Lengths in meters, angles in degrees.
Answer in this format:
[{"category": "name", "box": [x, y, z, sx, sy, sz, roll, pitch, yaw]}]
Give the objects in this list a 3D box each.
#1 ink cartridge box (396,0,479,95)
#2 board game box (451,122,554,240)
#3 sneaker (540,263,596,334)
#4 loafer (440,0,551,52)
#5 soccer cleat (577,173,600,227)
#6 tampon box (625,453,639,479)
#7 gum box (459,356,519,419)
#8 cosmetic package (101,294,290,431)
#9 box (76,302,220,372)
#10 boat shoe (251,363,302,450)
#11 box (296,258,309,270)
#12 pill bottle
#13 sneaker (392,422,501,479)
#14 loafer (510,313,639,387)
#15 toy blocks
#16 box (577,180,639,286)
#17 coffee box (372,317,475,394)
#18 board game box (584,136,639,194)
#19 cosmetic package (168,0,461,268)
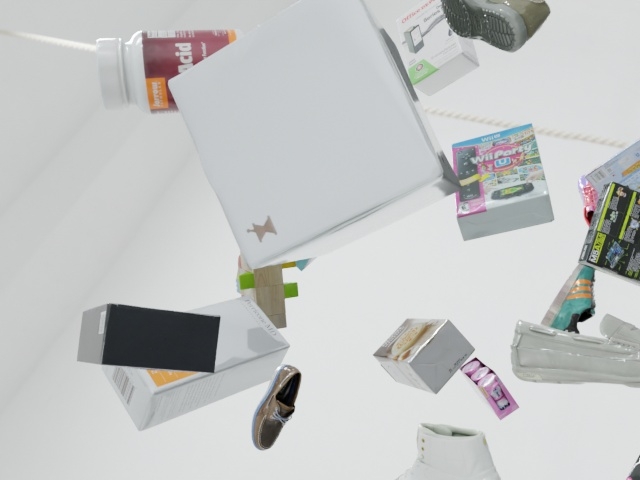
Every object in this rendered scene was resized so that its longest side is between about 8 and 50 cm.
[{"category": "ink cartridge box", "box": [0.375, -0.643, 1.984, 0.115, 0.198, 0.272, 15, -122, -45]}, {"category": "board game box", "box": [0.460, -0.155, 1.580, 0.303, 0.224, 0.097, -80, -30, -47]}, {"category": "sneaker", "box": [0.793, 0.181, 1.881, 0.302, 0.121, 0.108, -46, -24, -28]}, {"category": "loafer", "box": [0.272, -0.373, 0.981, 0.087, 0.251, 0.094, -28, -47, -4]}, {"category": "soccer cleat", "box": [0.875, -0.116, 1.969, 0.095, 0.083, 0.247, 17, -125, -34]}, {"category": "tampon box", "box": [0.687, 0.432, 1.157, 0.161, 0.101, 0.120, -56, 14, -10]}, {"category": "gum box", "box": [0.445, 0.390, 1.626, 0.062, 0.107, 0.188, -35, 5, 0]}, {"category": "cosmetic package", "box": [-0.337, 0.324, 1.708, 0.453, 0.230, 0.161, -12, -42, -45]}, {"category": "box", "box": [-0.307, 0.173, 1.072, 0.261, 0.184, 0.103, -17, 68, 60]}, {"category": "boat shoe", "box": [-0.089, 0.347, 1.271, 0.066, 0.066, 0.183, 25, -106, -27]}, {"category": "box", "box": [0.000, 0.000, 2.179, 0.244, 0.060, 0.100, -42, -10, -36]}, {"category": "pill bottle", "box": [-0.399, -0.464, 1.694, 0.224, 0.393, 0.223, 174, 90, -79]}, {"category": "sneaker", "box": [0.191, 0.419, 1.129, 0.108, 0.293, 0.169, -3, -104, -53]}, {"category": "loafer", "box": [0.452, 0.166, 0.933, 0.112, 0.320, 0.111, 24, -114, -59]}, {"category": "toy blocks", "box": [-0.210, 0.136, 2.065, 0.261, 0.191, 0.381, -171, 75, -68]}, {"category": "box", "box": [0.675, -0.008, 1.324, 0.045, 0.184, 0.190, 98, -168, -85]}, {"category": "coffee box", "box": [0.236, 0.266, 1.448, 0.141, 0.098, 0.246, -44, 5, -15]}, {"category": "board game box", "box": [1.016, -0.161, 1.813, 0.066, 0.318, 0.319, -34, -6, -39]}, {"category": "cosmetic package", "box": [0.019, -0.171, 1.064, 0.329, 0.328, 0.394, 66, -164, 5]}]
